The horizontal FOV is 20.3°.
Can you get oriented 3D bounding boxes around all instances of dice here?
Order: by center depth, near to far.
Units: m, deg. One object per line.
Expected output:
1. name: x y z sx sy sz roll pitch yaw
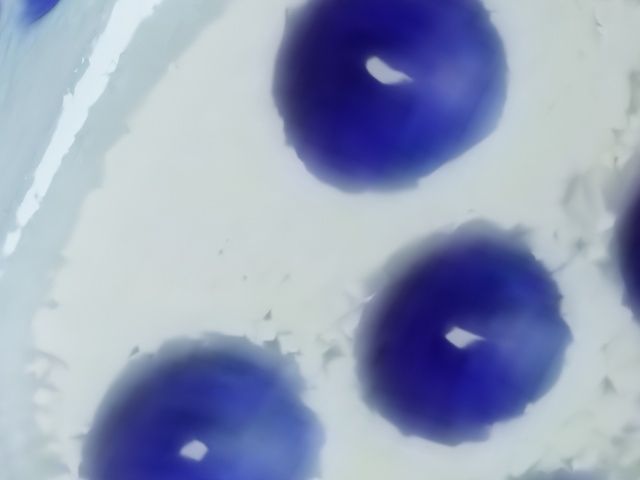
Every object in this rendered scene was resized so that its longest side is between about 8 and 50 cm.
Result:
1. dice: 0.000 0.000 0.672 0.304 0.277 0.304 24 94 -26
